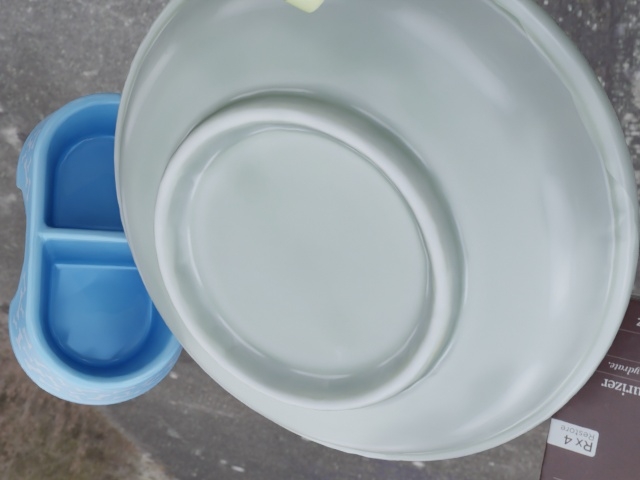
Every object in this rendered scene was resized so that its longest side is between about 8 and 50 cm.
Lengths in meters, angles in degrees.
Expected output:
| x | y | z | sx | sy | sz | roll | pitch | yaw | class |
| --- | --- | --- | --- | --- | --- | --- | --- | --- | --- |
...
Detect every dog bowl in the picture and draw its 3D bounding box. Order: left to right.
| x | y | z | sx | sy | sz | roll | pitch | yaw | class |
| --- | --- | --- | --- | --- | --- | --- | --- | --- | --- |
| -0.197 | 0.001 | 0.712 | 0.165 | 0.298 | 0.074 | 3 | 169 | -21 | dog bowl |

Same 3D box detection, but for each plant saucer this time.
| x | y | z | sx | sy | sz | roll | pitch | yaw | class |
| --- | --- | --- | --- | --- | --- | --- | --- | --- | --- |
| 0.000 | 0.000 | 0.526 | 0.400 | 0.100 | 0.401 | 10 | 115 | 23 | plant saucer |

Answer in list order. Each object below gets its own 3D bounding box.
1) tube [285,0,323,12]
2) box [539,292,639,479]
| x | y | z | sx | sy | sz | roll | pitch | yaw | class |
| --- | --- | --- | --- | --- | --- | --- | --- | --- | --- |
| -0.096 | -0.183 | 0.344 | 0.240 | 0.062 | 0.070 | 22 | 177 | -17 | tube |
| 0.316 | 0.157 | 0.707 | 0.168 | 0.203 | 0.167 | 11 | -177 | 30 | box |
